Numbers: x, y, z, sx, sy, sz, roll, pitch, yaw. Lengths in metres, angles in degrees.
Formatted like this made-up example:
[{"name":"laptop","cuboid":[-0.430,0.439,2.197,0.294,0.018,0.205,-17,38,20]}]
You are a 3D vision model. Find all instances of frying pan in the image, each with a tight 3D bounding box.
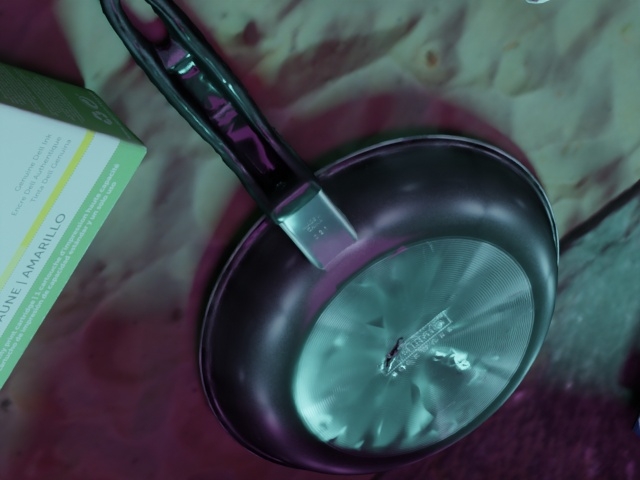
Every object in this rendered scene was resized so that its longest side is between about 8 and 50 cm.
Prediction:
[{"name":"frying pan","cuboid":[0.027,-0.009,0.878,0.197,0.053,0.326,-22,130,-14]}]

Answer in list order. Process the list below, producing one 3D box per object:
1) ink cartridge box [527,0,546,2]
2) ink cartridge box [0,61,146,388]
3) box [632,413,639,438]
[{"name":"ink cartridge box","cuboid":[0.199,-0.205,0.733,0.353,0.207,0.119,-40,128,2]},{"name":"ink cartridge box","cuboid":[-0.201,-0.006,0.724,0.235,0.056,0.171,15,113,-50]},{"name":"box","cuboid":[0.235,0.081,1.051,0.136,0.028,0.081,5,117,-27]}]
